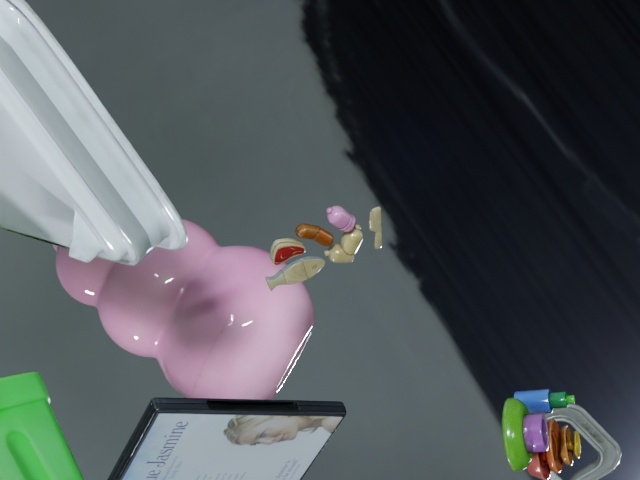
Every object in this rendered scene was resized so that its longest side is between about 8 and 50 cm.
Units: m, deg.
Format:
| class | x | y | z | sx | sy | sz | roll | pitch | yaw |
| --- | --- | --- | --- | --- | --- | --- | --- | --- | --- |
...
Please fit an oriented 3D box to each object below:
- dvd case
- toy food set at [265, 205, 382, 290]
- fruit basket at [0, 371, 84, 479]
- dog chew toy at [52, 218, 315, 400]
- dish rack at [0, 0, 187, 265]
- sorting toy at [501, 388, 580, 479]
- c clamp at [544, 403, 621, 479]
| class | x | y | z | sx | sy | sz | roll | pitch | yaw |
| --- | --- | --- | --- | --- | --- | --- | --- | --- | --- |
| dvd case | -0.114 | 0.251 | 1.616 | 0.253 | 0.022 | 0.180 | 5 | 135 | -29 |
| toy food set | 0.000 | 0.000 | 1.317 | 0.122 | 0.019 | 0.078 | -18 | 137 | -14 |
| fruit basket | -0.458 | 0.215 | 1.386 | 0.283 | 0.392 | 0.392 | -52 | 154 | 20 |
| dog chew toy | -0.177 | 0.068 | 1.650 | 0.206 | 0.332 | 0.206 | -61 | 176 | -7 |
| dish rack | -0.283 | -0.091 | 1.135 | 0.072 | 0.333 | 0.285 | -49 | 126 | -23 |
| sorting toy | 0.160 | 0.135 | 0.952 | 0.042 | 0.061 | 0.102 | -8 | 161 | 21 |
| c clamp | 0.277 | 0.257 | 1.576 | 0.137 | 0.022 | 0.160 | -30 | 122 | 16 |
